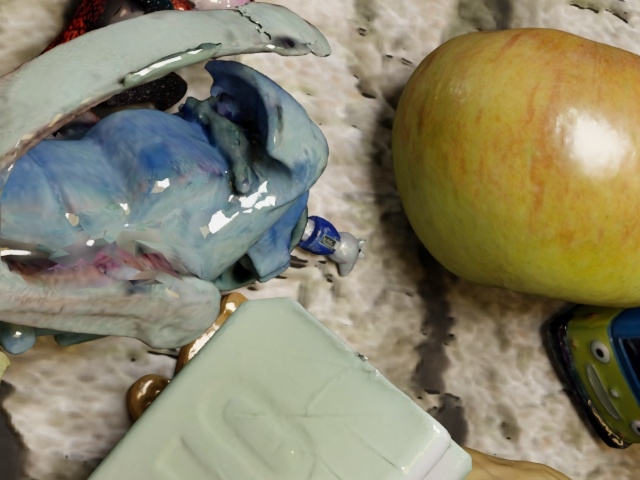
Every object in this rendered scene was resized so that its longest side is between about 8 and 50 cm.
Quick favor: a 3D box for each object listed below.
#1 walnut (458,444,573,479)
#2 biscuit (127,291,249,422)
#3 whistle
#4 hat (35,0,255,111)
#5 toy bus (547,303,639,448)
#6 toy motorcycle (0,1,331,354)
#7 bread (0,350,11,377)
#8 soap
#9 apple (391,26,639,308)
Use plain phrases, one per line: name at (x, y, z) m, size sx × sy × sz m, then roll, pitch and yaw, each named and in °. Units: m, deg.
walnut at (0.114, 0.294, 1.010) m, size 0.285 × 0.285 × 0.296 m, roll 32°, pitch 36°, yaw -24°
biscuit at (-0.073, 0.133, 1.045) m, size 0.184 × 0.027 × 0.133 m, roll -44°, pitch 106°, yaw -24°
whistle at (0.000, 0.000, 1.094) m, size 0.083 × 0.029 × 0.033 m, roll 28°, pitch 88°, yaw -33°
hat at (-0.143, -0.144, 0.975) m, size 0.227 × 0.140 × 0.129 m, roll -38°, pitch 95°, yaw -13°
toy bus at (0.349, 0.049, 1.204) m, size 0.287 × 0.175 × 0.138 m, roll -36°, pitch 105°, yaw -26°
toy motorcycle at (-0.107, -0.024, 0.909) m, size 0.319 × 0.241 × 0.182 m, roll -14°, pitch 79°, yaw -37°
bread at (-0.325, 0.092, 0.809) m, size 0.267 × 0.130 × 0.152 m, roll 18°, pitch 55°, yaw 2°
soap at (-0.062, 0.188, 0.916) m, size 0.289 × 0.173 × 0.095 m, roll -49°, pitch 153°, yaw -3°
apple at (0.181, -0.052, 1.080) m, size 0.260 × 0.261 × 0.194 m, roll 9°, pitch 93°, yaw -29°
